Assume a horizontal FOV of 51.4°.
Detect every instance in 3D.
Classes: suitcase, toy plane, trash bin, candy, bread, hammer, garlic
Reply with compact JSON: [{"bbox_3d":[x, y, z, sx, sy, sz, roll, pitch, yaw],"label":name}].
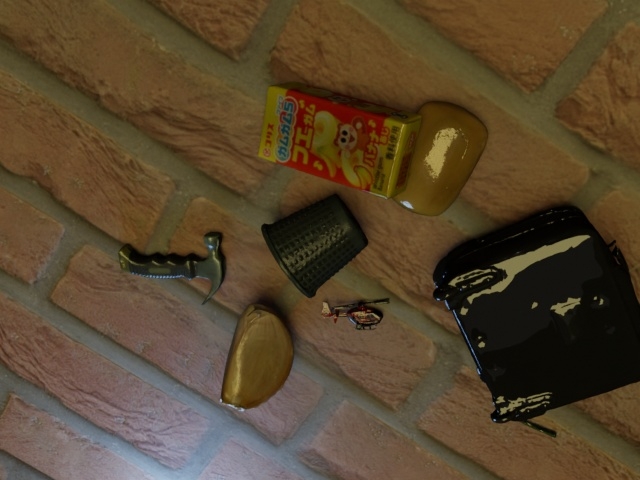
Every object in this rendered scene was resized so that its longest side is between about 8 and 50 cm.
[{"bbox_3d":[0.418,0.137,1.249,0.340,0.188,0.345,-22,104,18],"label":"suitcase"},{"bbox_3d":[0.073,0.154,1.392,0.145,0.037,0.060,-1,107,8],"label":"toy plane"},{"bbox_3d":[0.000,0.000,1.288,0.161,0.175,0.175,-32,103,6],"label":"trash bin"},{"bbox_3d":[0.030,-0.185,1.199,0.276,0.088,0.146,22,116,22],"label":"candy"},{"bbox_3d":[0.209,-0.145,1.225,0.147,0.098,0.217,25,111,3],"label":"bread"},{"bbox_3d":[-0.315,0.054,1.414,0.227,0.041,0.158,4,110,7],"label":"hammer"},{"bbox_3d":[-0.137,0.236,1.391,0.146,0.164,0.244,20,108,20],"label":"garlic"}]

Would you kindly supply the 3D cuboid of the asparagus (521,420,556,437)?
[{"bbox_3d":[0.457,0.397,1.435,0.114,0.014,0.015,25,79,-2],"label":"asparagus"}]
